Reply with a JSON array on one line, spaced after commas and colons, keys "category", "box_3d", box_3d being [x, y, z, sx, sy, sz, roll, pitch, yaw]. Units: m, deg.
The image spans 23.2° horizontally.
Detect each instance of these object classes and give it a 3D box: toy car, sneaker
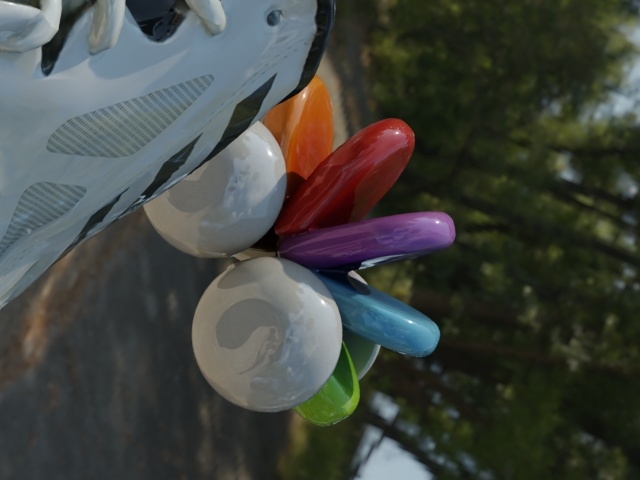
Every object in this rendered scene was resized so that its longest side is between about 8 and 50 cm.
[{"category": "toy car", "box_3d": [0.000, 0.000, 0.804, 0.136, 0.182, 0.159, -21, 173, 12]}, {"category": "sneaker", "box_3d": [-0.134, -0.096, 0.441, 0.257, 0.169, 0.447, -36, 164, -11]}]
